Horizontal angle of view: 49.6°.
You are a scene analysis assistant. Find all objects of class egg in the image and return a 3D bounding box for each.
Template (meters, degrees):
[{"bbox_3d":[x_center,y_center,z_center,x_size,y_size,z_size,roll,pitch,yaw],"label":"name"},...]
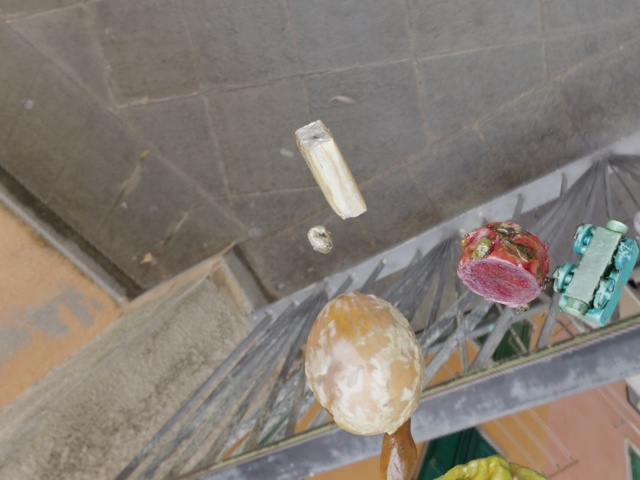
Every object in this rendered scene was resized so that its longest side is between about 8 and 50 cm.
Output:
[{"bbox_3d":[0.069,0.195,1.104,0.195,0.195,0.233,-30,76,28],"label":"egg"}]

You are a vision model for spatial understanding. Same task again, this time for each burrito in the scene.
[{"bbox_3d":[0.002,-0.001,1.384,0.045,0.188,0.058,-24,87,-1],"label":"burrito"}]

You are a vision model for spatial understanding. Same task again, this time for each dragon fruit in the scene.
[{"bbox_3d":[0.426,0.047,1.596,0.211,0.147,0.282,-1,146,39],"label":"dragon fruit"}]

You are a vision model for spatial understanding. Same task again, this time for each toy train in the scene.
[{"bbox_3d":[0.549,0.065,1.374,0.112,0.163,0.203,26,84,37],"label":"toy train"}]

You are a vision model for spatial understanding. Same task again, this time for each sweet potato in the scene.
[{"bbox_3d":[0.233,0.635,2.056,0.112,0.112,0.358,0,72,21],"label":"sweet potato"}]

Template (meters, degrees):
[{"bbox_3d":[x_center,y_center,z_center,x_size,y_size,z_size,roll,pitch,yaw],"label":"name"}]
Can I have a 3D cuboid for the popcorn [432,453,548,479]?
[{"bbox_3d":[0.245,0.465,1.007,0.290,0.326,0.321,49,129,27],"label":"popcorn"}]

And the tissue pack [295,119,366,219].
[{"bbox_3d":[0.026,-0.176,1.740,0.090,0.186,0.222,-29,116,2],"label":"tissue pack"}]
